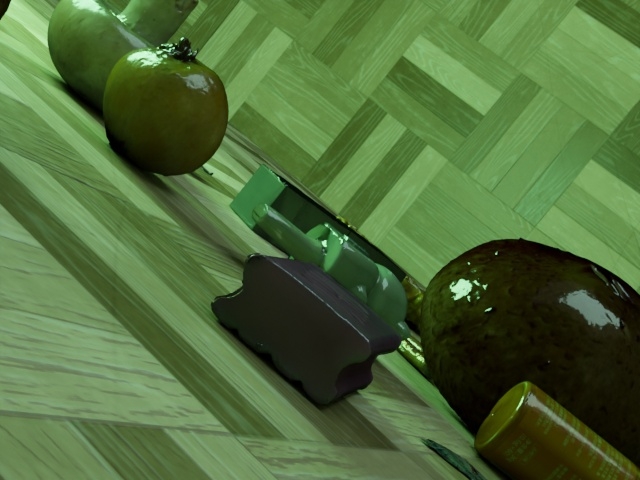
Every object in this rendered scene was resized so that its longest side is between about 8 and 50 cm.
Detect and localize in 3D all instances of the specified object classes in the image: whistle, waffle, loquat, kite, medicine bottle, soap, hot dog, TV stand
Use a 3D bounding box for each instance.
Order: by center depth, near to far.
[{"bbox_3d":[-0.005,0.070,0.962,0.122,0.065,0.203,39,5,9],"label":"soap"},{"bbox_3d":[0.144,0.221,1.055,0.137,0.005,0.152,38,5,-5],"label":"kite"},{"bbox_3d":[0.263,0.242,1.231,0.192,0.096,0.096,39,4,-2],"label":"medicine bottle"},{"bbox_3d":[0.015,0.041,1.273,0.244,0.092,0.110,38,6,-31],"label":"whistle"},{"bbox_3d":[-0.175,-0.148,1.311,0.137,0.163,0.163,4,17,-19],"label":"loquat"},{"bbox_3d":[0.115,0.139,1.541,0.044,0.028,0.137,45,-1,-37],"label":"hot dog"},{"bbox_3d":[0.000,0.000,1.663,0.269,0.082,0.088,35,7,-38],"label":"TV stand"},{"bbox_3d":[0.135,0.087,2.030,0.260,0.069,0.293,45,4,37],"label":"waffle"}]

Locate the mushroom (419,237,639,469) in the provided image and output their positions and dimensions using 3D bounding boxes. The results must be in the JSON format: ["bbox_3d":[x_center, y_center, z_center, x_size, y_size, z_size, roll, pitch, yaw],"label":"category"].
[{"bbox_3d":[0.250,0.155,1.454,0.331,0.356,0.334,45,42,-21],"label":"mushroom"}]

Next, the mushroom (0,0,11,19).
[{"bbox_3d":[-0.333,-0.238,0.915,0.194,0.138,0.231,36,5,-35],"label":"mushroom"}]

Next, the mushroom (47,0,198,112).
[{"bbox_3d":[-0.243,-0.258,1.512,0.204,0.204,0.204,39,4,-3],"label":"mushroom"}]

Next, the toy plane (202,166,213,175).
[{"bbox_3d":[-0.187,-0.120,1.654,0.078,0.031,0.083,41,4,25],"label":"toy plane"}]
